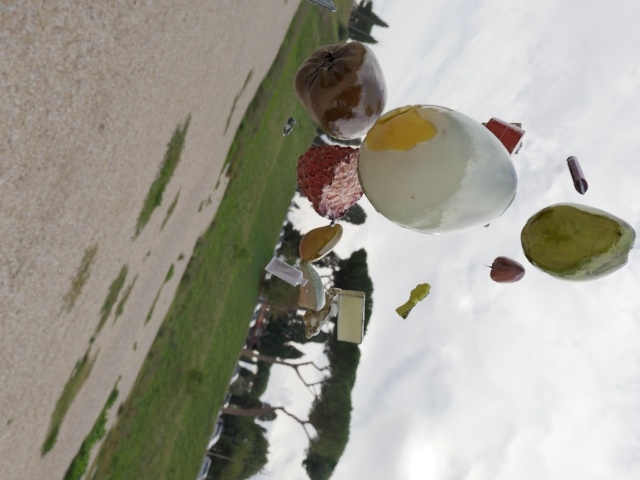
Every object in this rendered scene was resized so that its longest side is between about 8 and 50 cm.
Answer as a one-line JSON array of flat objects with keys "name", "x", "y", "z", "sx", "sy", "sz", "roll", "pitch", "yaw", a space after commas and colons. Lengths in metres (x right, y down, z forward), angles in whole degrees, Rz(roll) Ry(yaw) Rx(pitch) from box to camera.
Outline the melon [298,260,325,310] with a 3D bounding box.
[{"name": "melon", "x": -0.036, "y": 0.164, "z": 1.700, "sx": 0.054, "sy": 0.098, "sz": 0.182, "roll": -44, "pitch": 139, "yaw": -59}]

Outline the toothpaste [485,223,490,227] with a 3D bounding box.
[{"name": "toothpaste", "x": 0.477, "y": -0.143, "z": 1.299, "sx": 0.233, "sy": 0.060, "sz": 0.038, "roll": -64, "pitch": -178, "yaw": -15}]

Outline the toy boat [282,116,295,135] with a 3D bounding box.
[{"name": "toy boat", "x": -0.130, "y": -0.458, "z": 1.878, "sx": 0.083, "sy": 0.038, "sz": 0.038, "roll": -61, "pitch": -168, "yaw": 5}]

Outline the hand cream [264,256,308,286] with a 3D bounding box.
[{"name": "hand cream", "x": -0.110, "y": 0.110, "z": 1.551, "sx": 0.053, "sy": 0.142, "sz": 0.084, "roll": -65, "pitch": 175, "yaw": 33}]

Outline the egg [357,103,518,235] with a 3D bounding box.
[{"name": "egg", "x": 0.257, "y": -0.148, "z": 1.040, "sx": 0.283, "sy": 0.345, "sz": 0.283, "roll": -45, "pitch": 149, "yaw": -37}]

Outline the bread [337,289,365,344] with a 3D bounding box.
[{"name": "bread", "x": 0.077, "y": 0.195, "z": 1.182, "sx": 0.028, "sy": 0.068, "sz": 0.154, "roll": -63, "pitch": 156, "yaw": -60}]

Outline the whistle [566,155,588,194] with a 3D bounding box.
[{"name": "whistle", "x": 0.666, "y": -0.173, "z": 1.211, "sx": 0.033, "sy": 0.033, "sz": 0.176, "roll": -60, "pitch": -178, "yaw": 38}]

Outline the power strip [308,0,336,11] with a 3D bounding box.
[{"name": "power strip", "x": -0.075, "y": -0.591, "z": 1.029, "sx": 0.065, "sy": 0.213, "sz": 0.198, "roll": -61, "pitch": -139, "yaw": 28}]

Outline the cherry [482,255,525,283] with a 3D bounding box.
[{"name": "cherry", "x": 0.653, "y": 0.110, "z": 1.644, "sx": 0.106, "sy": 0.087, "sz": 0.126, "roll": -39, "pitch": -135, "yaw": -13}]

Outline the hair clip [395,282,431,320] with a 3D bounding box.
[{"name": "hair clip", "x": 0.367, "y": 0.231, "z": 1.835, "sx": 0.173, "sy": 0.046, "sz": 0.072, "roll": -47, "pitch": -149, "yaw": 5}]

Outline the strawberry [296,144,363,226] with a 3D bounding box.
[{"name": "strawberry", "x": 0.023, "y": -0.181, "z": 1.304, "sx": 0.234, "sy": 0.178, "sz": 0.234, "roll": -37, "pitch": 148, "yaw": -28}]

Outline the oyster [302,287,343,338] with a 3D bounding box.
[{"name": "oyster", "x": 0.009, "y": 0.329, "z": 2.198, "sx": 0.341, "sy": 0.110, "sz": 0.166, "roll": -48, "pitch": 157, "yaw": -33}]

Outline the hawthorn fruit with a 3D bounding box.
[{"name": "hawthorn fruit", "x": 0.077, "y": -0.433, "z": 1.409, "sx": 0.267, "sy": 0.301, "sz": 0.268, "roll": -17, "pitch": -126, "yaw": 25}]

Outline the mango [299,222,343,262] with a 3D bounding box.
[{"name": "mango", "x": 0.000, "y": 0.000, "z": 2.181, "sx": 0.253, "sy": 0.138, "sz": 0.113, "roll": -37, "pitch": 165, "yaw": 20}]

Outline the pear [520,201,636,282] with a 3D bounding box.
[{"name": "pear", "x": 0.782, "y": 0.005, "z": 1.432, "sx": 0.307, "sy": 0.253, "sz": 0.253, "roll": 10, "pitch": -105, "yaw": 36}]

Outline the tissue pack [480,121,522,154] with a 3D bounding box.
[{"name": "tissue pack", "x": 0.756, "y": -0.433, "z": 1.961, "sx": 0.082, "sy": 0.169, "sz": 0.120, "roll": -47, "pitch": 133, "yaw": -34}]

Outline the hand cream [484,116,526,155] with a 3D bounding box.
[{"name": "hand cream", "x": 0.585, "y": -0.306, "z": 1.563, "sx": 0.193, "sy": 0.125, "sz": 0.193, "roll": -50, "pitch": 159, "yaw": -27}]
